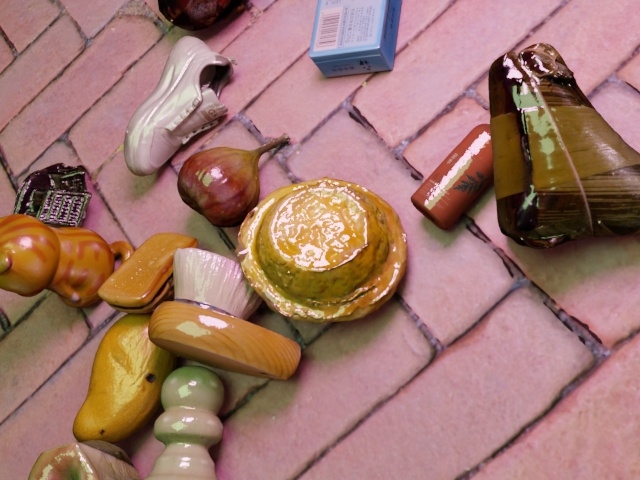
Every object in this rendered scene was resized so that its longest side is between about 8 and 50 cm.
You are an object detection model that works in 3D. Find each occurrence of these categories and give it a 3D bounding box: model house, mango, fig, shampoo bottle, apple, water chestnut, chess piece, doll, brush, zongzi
[{"bbox_3d":[-0.549,-0.094,1.494,0.152,0.106,0.165,7,78,30],"label":"model house"},{"bbox_3d":[-0.344,0.249,1.264,0.157,0.109,0.262,23,83,19],"label":"mango"},{"bbox_3d":[-0.156,-0.113,1.318,0.160,0.231,0.143,27,127,32],"label":"fig"},{"bbox_3d":[0.250,-0.130,1.130,0.244,0.085,0.085,-50,58,2],"label":"shampoo bottle"},{"bbox_3d":[-0.388,0.427,1.166,0.207,0.188,0.173,29,83,31],"label":"apple"},{"bbox_3d":[-0.266,-0.558,1.466,0.224,0.238,0.223,-7,81,57],"label":"water chestnut"},{"bbox_3d":[-0.217,0.332,1.162,0.145,0.144,0.251,-9,61,23],"label":"chess piece"},{"bbox_3d":[-0.521,0.039,1.355,0.166,0.270,0.162,46,111,30],"label":"doll"},{"bbox_3d":[-0.146,0.130,1.188,0.267,0.174,0.166,15,69,13],"label":"brush"},{"bbox_3d":[0.407,-0.144,1.005,0.318,0.154,0.289,-4,97,12],"label":"zongzi"}]

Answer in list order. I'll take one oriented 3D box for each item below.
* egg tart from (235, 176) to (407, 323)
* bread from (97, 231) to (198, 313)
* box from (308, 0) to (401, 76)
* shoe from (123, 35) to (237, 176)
[{"bbox_3d":[0.000,0.000,1.143,0.288,0.118,0.288,-3,62,6],"label":"egg tart"},{"bbox_3d":[-0.307,0.062,1.285,0.116,0.077,0.200,10,40,23],"label":"bread"},{"bbox_3d":[0.072,-0.434,1.337,0.143,0.083,0.232,0,69,26],"label":"box"},{"bbox_3d":[-0.263,-0.260,1.416,0.159,0.124,0.316,16,78,23],"label":"shoe"}]
